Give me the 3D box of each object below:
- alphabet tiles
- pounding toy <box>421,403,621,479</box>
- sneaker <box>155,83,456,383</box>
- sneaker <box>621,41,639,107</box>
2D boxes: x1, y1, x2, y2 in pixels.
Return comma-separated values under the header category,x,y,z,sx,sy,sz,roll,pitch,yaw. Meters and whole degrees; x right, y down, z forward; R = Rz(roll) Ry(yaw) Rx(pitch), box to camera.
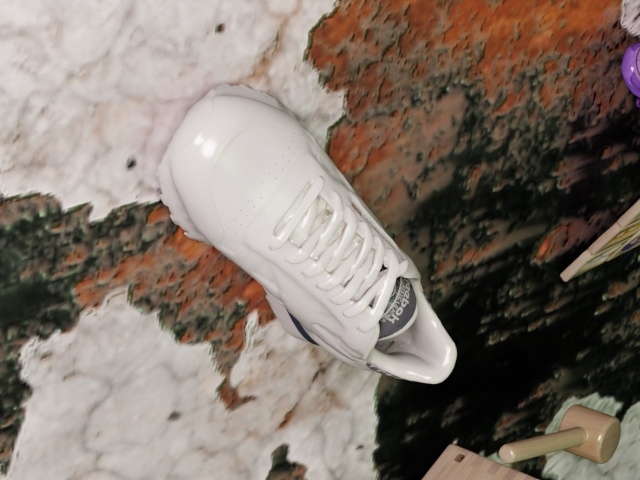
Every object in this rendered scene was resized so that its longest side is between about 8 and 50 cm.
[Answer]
category,x,y,z,sx,sy,sz,roll,pitch,yaw
alphabet tiles,0.280,-0.060,1.277,0.198,0.009,0.237,-23,165,-32
pounding toy,0.110,0.184,1.314,0.206,0.094,0.181,-49,137,-26
sneaker,0.000,0.000,1.059,0.090,0.095,0.235,-51,140,-5
sneaker,0.233,-0.106,1.272,0.170,0.071,0.068,21,70,-66
